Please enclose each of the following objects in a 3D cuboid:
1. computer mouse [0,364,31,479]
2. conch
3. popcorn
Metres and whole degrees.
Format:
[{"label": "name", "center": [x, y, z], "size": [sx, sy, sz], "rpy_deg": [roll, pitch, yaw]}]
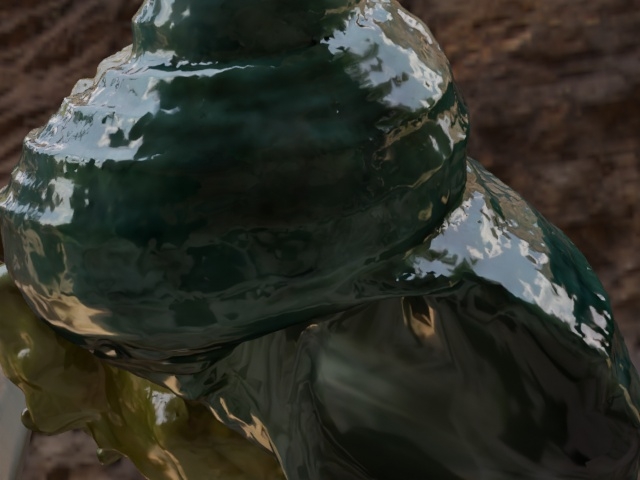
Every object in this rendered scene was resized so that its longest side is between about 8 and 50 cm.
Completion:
[{"label": "computer mouse", "center": [-0.239, 0.179, 0.989], "size": [0.095, 0.331, 0.197], "rpy_deg": [17, -75, -9]}, {"label": "conch", "center": [0.000, -0.004, 0.484], "size": [0.196, 0.134, 0.202], "rpy_deg": [-2, -41, 18]}, {"label": "popcorn", "center": [-0.050, 0.015, 0.843], "size": [0.270, 0.258, 0.224], "rpy_deg": [32, -15, 15]}]
